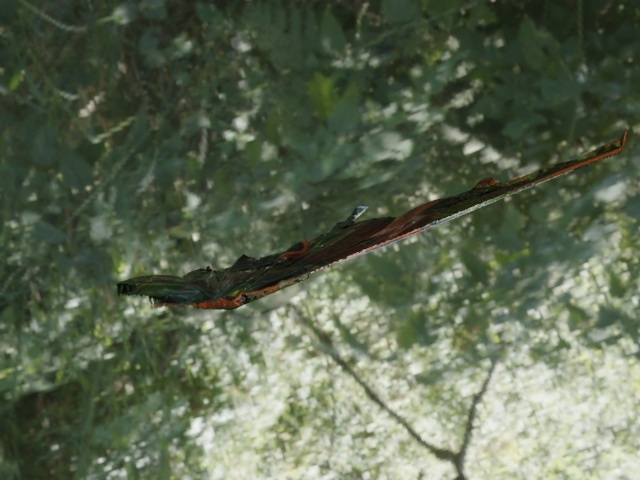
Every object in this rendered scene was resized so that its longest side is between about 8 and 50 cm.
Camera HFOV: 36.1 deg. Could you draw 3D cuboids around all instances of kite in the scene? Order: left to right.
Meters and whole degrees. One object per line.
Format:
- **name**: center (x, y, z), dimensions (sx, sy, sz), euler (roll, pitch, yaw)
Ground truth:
- **kite**: center (0.000, 0.000, 0.509), dimensions (0.321, 0.016, 0.234), euler (-17, -176, 18)
